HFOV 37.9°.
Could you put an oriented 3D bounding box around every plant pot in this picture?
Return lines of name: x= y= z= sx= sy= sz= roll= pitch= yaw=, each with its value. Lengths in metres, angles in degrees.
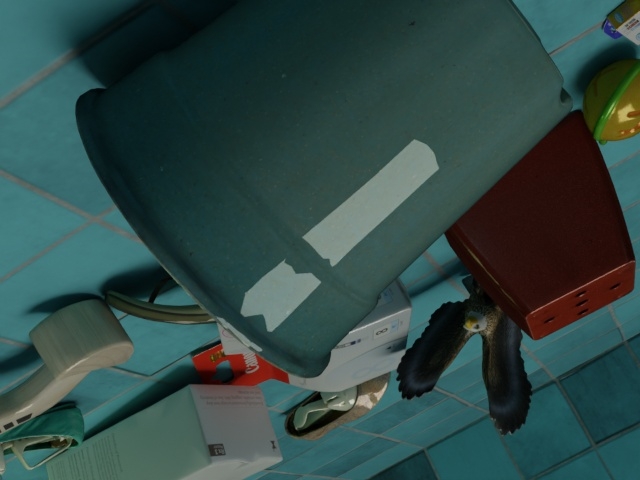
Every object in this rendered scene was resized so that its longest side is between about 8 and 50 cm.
plant pot: x=0.019 y=-0.111 z=0.847 sx=0.334 sy=0.341 sz=0.341 roll=-40 pitch=153 yaw=11
plant pot: x=0.357 y=0.002 z=1.470 sx=0.267 sy=0.235 sz=0.267 roll=-29 pitch=156 yaw=6

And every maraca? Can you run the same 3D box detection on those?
maraca: x=0.425 y=-0.193 z=1.314 sx=0.127 sy=0.099 sz=0.186 roll=-53 pitch=163 yaw=6

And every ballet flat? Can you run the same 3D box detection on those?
ballet flat: x=0.027 y=0.355 z=2.025 sx=0.106 sy=0.107 sz=0.316 roll=7 pitch=139 yaw=-39
ballet flat: x=-0.491 y=0.326 z=1.478 sx=0.247 sy=0.087 sz=0.083 roll=-9 pitch=151 yaw=-33

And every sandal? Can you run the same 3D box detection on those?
sandal: x=-0.143 y=0.071 z=1.285 sx=0.303 sy=0.086 sz=0.120 roll=-2 pitch=175 yaw=-9

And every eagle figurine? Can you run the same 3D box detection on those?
eagle figurine: x=0.287 y=0.175 z=1.707 sx=0.225 sy=0.226 sz=0.298 roll=13 pitch=95 yaw=-35

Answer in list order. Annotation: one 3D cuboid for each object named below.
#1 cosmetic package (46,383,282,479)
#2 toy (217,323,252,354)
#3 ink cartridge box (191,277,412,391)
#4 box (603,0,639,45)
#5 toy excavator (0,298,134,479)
cosmetic package: x=-0.290 y=0.406 z=1.713 sx=0.385 sy=0.156 sz=0.217 roll=-31 pitch=156 yaw=23
toy: x=-0.092 y=0.093 z=1.420 sx=0.137 sy=0.056 sz=0.237 roll=-3 pitch=146 yaw=1
ink cartridge box: x=-0.024 y=0.219 z=1.715 sx=0.385 sy=0.091 sz=0.308 roll=-23 pitch=155 yaw=-9
box: x=0.428 y=-0.300 z=1.187 sx=0.136 sy=0.028 sz=0.081 roll=-42 pitch=152 yaw=28
toy excavator: x=-0.503 y=0.275 z=1.277 sx=0.445 sy=0.222 sz=0.433 roll=-25 pitch=160 yaw=-37
